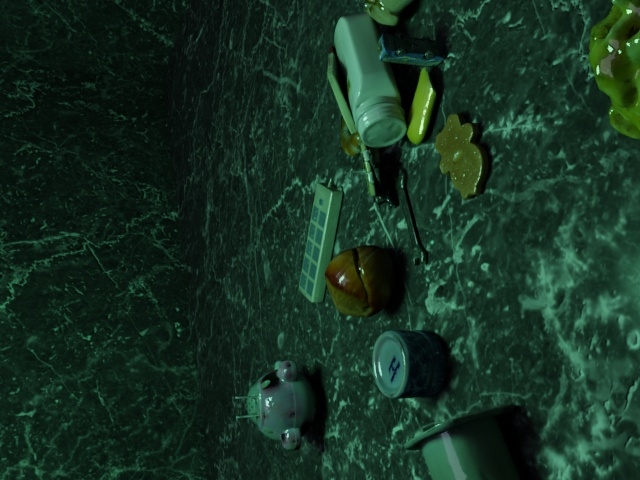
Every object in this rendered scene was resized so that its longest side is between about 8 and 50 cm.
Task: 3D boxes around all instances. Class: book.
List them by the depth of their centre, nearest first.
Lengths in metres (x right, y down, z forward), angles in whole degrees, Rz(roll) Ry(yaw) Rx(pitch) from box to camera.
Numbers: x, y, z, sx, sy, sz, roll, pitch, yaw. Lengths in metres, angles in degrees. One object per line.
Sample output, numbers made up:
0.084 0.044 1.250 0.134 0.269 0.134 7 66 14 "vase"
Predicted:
0.056 -0.384 1.748 0.232 0.022 0.162 -86 -27 -58 "book"

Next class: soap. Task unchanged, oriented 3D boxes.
0.230 -0.300 1.562 0.089 0.033 0.169 -124 41 -51 "soap"

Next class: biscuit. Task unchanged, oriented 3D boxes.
0.295 -0.179 1.431 0.184 0.027 0.134 60 139 45 "biscuit"

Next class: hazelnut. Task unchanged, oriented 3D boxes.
0.103 0.097 1.662 0.182 0.182 0.182 -9 80 63 "hazelnut"

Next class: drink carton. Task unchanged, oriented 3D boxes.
0.281 0.425 1.270 0.191 0.185 0.190 -50 56 49 "drink carton"

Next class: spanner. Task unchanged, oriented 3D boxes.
0.205 -0.055 1.615 0.054 0.015 0.255 -48 46 52 "spanner"

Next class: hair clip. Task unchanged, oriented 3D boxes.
0.125 -0.157 1.678 0.146 0.056 0.187 4 -116 -86 "hair clip"

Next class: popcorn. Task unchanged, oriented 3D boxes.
0.457 -0.239 0.894 0.250 0.234 0.242 -150 47 -74 "popcorn"

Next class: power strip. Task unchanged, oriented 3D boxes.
0.000 0.000 1.995 0.106 0.043 0.368 37 121 58 "power strip"

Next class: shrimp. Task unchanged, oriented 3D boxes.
0.095 -0.309 1.837 0.161 0.049 0.166 116 153 -42 "shrimp"

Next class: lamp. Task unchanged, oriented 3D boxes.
-0.139 0.476 2.029 0.301 0.247 0.247 151 120 -69 "lamp"

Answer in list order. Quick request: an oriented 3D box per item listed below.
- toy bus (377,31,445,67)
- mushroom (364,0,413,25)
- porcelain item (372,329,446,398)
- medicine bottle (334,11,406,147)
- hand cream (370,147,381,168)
0.196 -0.412 1.509 0.061 0.152 0.051 132 135 -60 "toy bus"
0.227 -0.595 1.498 0.397 0.126 0.178 -4 93 60 "mushroom"
0.194 0.267 1.501 0.147 0.114 0.147 -177 90 -65 "porcelain item"
0.118 -0.380 1.665 0.179 0.124 0.324 84 177 -59 "medicine bottle"
0.138 -0.233 1.751 0.022 0.035 0.102 152 112 -67 "hand cream"
